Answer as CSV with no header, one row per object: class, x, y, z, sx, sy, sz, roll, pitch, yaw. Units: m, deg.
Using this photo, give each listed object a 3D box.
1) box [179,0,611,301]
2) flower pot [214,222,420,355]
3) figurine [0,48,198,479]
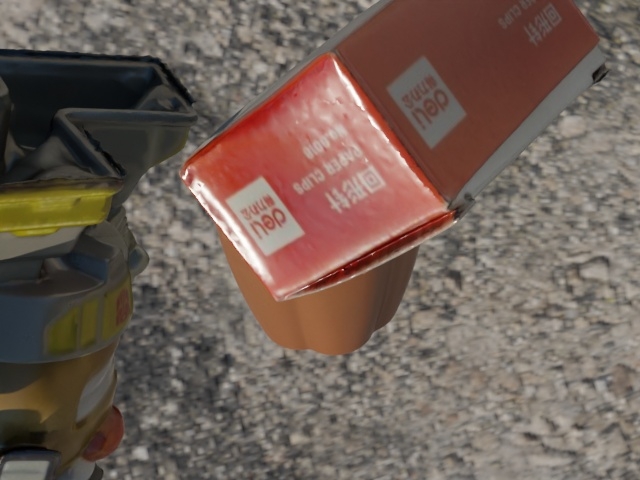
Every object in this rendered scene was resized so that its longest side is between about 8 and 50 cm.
box,0.040,-0.063,0.661,0.133,0.182,0.099,-29,101,44
flower pot,0.000,0.000,1.143,0.191,0.190,0.173,27,144,27
figurine,-0.163,0.046,0.713,0.143,0.308,0.308,33,106,20
